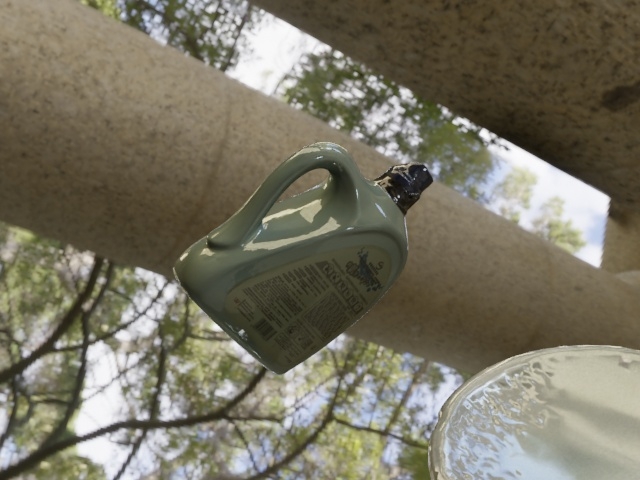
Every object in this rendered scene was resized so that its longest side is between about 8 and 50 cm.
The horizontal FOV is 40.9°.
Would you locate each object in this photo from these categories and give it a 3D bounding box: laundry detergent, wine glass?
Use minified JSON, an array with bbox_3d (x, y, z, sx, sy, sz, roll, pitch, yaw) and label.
[{"bbox_3d":[0.000,0.000,0.938,0.280,0.215,0.105,-41,-141,1],"label":"laundry detergent"},{"bbox_3d":[0.116,0.156,0.352,0.165,0.164,0.197,-131,-149,-58],"label":"wine glass"}]
